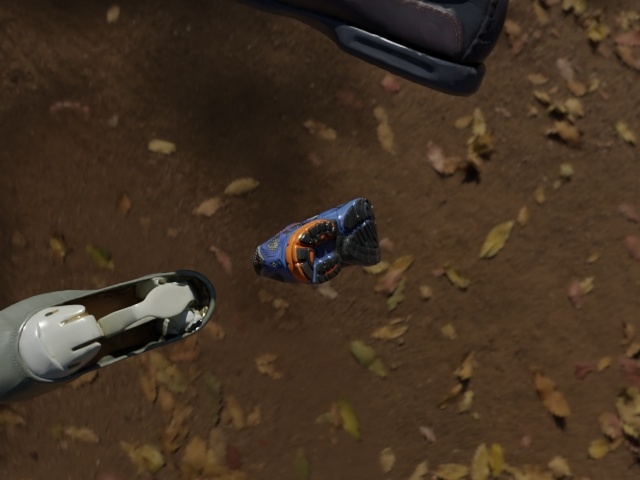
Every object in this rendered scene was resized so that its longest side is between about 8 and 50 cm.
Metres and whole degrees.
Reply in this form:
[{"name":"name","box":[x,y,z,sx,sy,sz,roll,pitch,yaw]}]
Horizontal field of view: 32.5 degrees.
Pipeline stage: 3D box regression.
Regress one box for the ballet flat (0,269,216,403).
[{"name":"ballet flat","box":[-0.170,0.064,0.831,0.213,0.068,0.072,-18,86,-42]}]

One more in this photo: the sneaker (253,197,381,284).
[{"name":"sneaker","box":[0.000,0.000,1.246,0.087,0.221,0.083,-5,94,30]}]

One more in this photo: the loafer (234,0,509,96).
[{"name":"loafer","box":[-0.009,-0.204,0.781,0.303,0.109,0.095,26,111,5]}]
